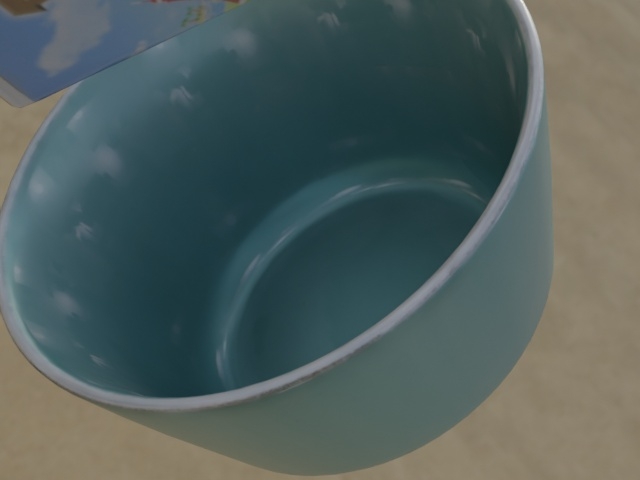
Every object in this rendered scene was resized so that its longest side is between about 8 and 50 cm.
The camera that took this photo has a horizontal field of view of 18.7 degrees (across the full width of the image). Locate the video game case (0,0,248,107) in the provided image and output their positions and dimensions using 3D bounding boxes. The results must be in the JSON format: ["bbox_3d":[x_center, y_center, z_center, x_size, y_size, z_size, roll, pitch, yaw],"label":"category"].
[{"bbox_3d":[-0.064,-0.127,0.547,0.212,0.193,0.023,42,29,-55],"label":"video game case"}]

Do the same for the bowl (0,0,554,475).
[{"bbox_3d":[0.000,0.000,1.037,0.163,0.312,0.311,53,16,-43],"label":"bowl"}]
